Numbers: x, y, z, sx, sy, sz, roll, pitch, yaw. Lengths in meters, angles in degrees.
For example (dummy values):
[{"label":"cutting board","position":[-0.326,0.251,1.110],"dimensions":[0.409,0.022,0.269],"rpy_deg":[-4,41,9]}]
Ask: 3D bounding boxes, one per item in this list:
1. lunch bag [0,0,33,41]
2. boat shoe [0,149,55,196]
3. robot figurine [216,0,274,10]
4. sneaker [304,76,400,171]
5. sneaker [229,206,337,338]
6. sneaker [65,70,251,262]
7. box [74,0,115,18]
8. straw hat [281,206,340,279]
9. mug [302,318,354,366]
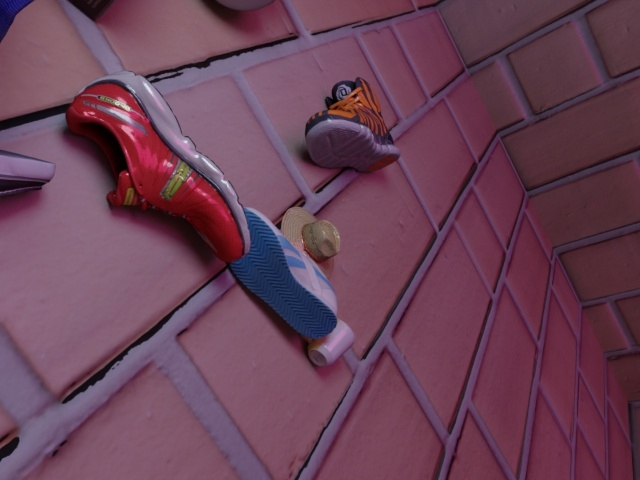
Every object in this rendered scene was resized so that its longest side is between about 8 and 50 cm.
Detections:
[{"label":"lunch bag","position":[-0.383,-0.313,0.324],"dimensions":[0.385,0.239,0.327],"rpy_deg":[35,22,-49]},{"label":"boat shoe","position":[-0.339,-0.046,0.452],"dimensions":[0.228,0.080,0.076],"rpy_deg":[-17,121,-71]},{"label":"robot figurine","position":[-0.139,-0.538,0.893],"dimensions":[0.173,0.209,0.278],"rpy_deg":[27,50,-60]},{"label":"sneaker","position":[0.044,-0.246,1.047],"dimensions":[0.321,0.125,0.180],"rpy_deg":[4,64,-64]},{"label":"sneaker","position":[-0.059,0.042,0.777],"dimensions":[0.228,0.087,0.092],"rpy_deg":[53,16,-16]},{"label":"sneaker","position":[-0.202,-0.068,0.649],"dimensions":[0.279,0.107,0.118],"rpy_deg":[52,56,-16]},{"label":"box","position":[-0.295,-0.433,0.637],"dimensions":[0.203,0.167,0.168],"rpy_deg":[36,45,-36]},{"label":"straw hat","position":[0.000,0.000,0.885],"dimensions":[0.144,0.061,0.144],"rpy_deg":[30,49,-42]},{"label":"mug","position":[0.005,0.163,0.820],"dimensions":[0.064,0.078,0.062],"rpy_deg":[-45,141,-44]}]
